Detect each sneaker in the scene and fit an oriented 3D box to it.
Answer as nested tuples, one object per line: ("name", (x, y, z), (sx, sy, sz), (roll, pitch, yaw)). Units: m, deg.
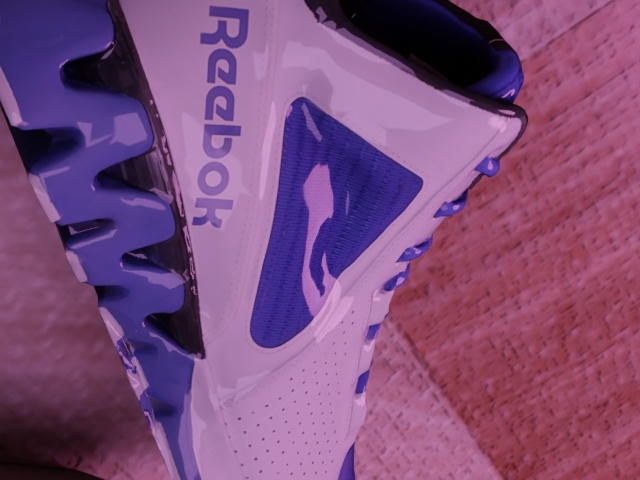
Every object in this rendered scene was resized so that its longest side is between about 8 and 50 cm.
("sneaker", (0.000, -0.001, 0.563), (0.182, 0.127, 0.315), (-23, 130, -5))

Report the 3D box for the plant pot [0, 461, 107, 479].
("plant pot", (-0.131, 0.150, 0.625), (0.109, 0.096, 0.109), (12, 102, -33))
